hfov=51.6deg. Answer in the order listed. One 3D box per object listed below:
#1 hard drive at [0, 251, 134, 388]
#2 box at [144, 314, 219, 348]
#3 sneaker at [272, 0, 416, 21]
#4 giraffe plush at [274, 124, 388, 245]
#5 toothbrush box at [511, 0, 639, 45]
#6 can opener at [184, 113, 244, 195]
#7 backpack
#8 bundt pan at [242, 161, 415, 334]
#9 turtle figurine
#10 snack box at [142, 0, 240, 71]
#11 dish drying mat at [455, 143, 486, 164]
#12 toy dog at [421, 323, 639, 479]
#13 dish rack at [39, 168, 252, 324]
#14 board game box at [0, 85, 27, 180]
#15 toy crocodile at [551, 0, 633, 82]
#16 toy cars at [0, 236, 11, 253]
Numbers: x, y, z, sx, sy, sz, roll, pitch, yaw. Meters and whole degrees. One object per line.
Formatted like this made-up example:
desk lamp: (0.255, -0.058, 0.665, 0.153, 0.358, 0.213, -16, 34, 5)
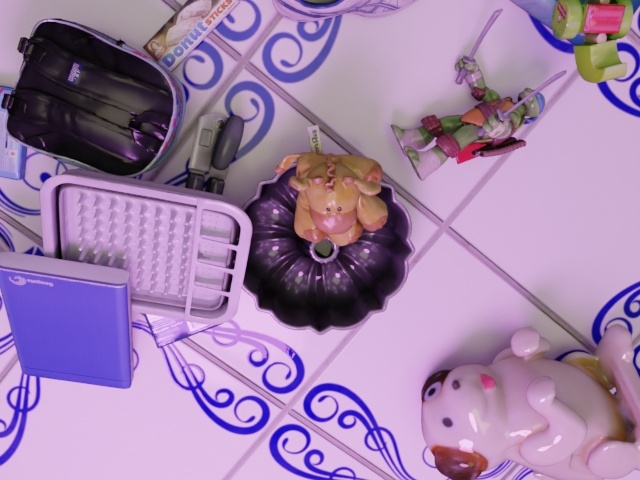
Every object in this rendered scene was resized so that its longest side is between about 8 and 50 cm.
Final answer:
hard drive: (-0.447, 0.155, 1.190, 0.210, 0.040, 0.318, 9, 135, -5)
box: (-0.287, 0.080, 1.266, 0.137, 0.036, 0.225, -20, 107, -8)
sneaker: (0.067, -0.431, 1.122, 0.297, 0.131, 0.111, -15, 104, -3)
giraffe plush: (0.024, -0.077, 1.064, 0.182, 0.170, 0.210, -26, 106, 2)
toothbrush box: (0.422, -0.499, 1.139, 0.296, 0.126, 0.216, 28, 102, -12)
can opener: (-0.208, -0.095, 1.198, 0.074, 0.093, 0.280, 12, 98, -22)
backpack: (-0.357, -0.222, 1.103, 0.254, 0.191, 0.225, 22, 98, -1)
bundt pan: (0.000, 0.000, 1.235, 0.331, 0.124, 0.330, -2, 105, -6)
turtle figurine: (0.254, -0.242, 1.161, 0.266, 0.275, 0.197, -28, 72, 7)
snack box: (-0.226, -0.379, 1.163, 0.178, 0.022, 0.064, -44, 106, 6)
dish drying mat: (0.299, -0.176, 1.275, 0.083, 0.008, 0.032, -21, 107, 0)
toy dog: (0.400, 0.340, 1.317, 0.408, 0.284, 0.395, 3, 141, -8)
dish rack: (-0.290, 0.007, 1.123, 0.333, 0.072, 0.285, 10, 131, -7)
board game box: (-0.627, -0.203, 1.164, 0.212, 0.039, 0.160, 9, 104, -8)
toy crocodile: (0.447, -0.423, 1.043, 0.115, 0.105, 0.340, 0, 107, -3)
toy cars: (-0.569, 0.058, 1.214, 0.394, 0.087, 0.176, 6, 104, -7)
